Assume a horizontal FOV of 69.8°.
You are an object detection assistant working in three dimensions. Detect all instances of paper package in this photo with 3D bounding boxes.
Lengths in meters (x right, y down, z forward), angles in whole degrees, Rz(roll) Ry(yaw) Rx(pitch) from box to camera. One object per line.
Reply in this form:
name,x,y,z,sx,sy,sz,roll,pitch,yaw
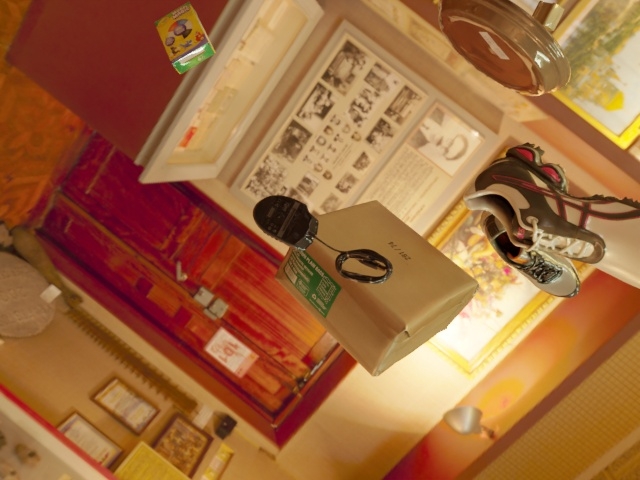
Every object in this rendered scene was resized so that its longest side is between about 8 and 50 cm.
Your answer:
paper package,0.120,0.085,1.000,0.309,0.325,0.168,-17,141,-45

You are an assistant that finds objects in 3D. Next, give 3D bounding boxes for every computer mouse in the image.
computer mouse,0.000,0.000,0.708,0.071,0.242,0.041,-59,165,-6

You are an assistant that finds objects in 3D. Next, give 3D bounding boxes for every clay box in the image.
clay box,-0.413,-0.619,1.378,0.127,0.222,0.053,-29,157,4

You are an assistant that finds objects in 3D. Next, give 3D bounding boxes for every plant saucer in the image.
plant saucer,0.317,-0.350,0.828,0.041,0.278,0.278,-51,180,10

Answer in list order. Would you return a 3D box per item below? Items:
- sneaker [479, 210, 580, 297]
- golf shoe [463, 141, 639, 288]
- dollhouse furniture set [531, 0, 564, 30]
sneaker,0.452,0.042,0.995,0.100,0.271,0.108,-46,-171,33
golf shoe,0.308,-0.011,0.573,0.120,0.273,0.105,-32,141,-18
dollhouse furniture set,0.560,-0.589,1.094,0.151,0.197,0.302,5,116,-39
